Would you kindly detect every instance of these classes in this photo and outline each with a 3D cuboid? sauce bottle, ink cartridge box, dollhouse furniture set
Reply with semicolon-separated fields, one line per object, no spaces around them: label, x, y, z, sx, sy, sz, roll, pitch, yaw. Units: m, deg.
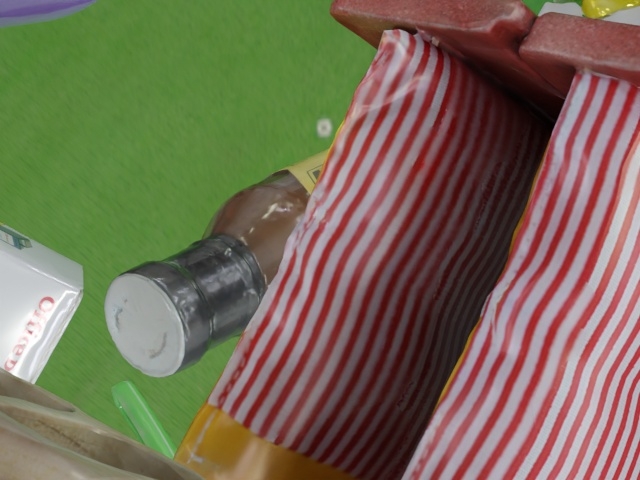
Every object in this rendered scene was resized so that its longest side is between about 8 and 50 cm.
sauce bottle;0.000;0.000;1.096;0.111;0.111;0.344;50;44;11
ink cartridge box;-0.326;0.048;1.356;0.212;0.093;0.154;29;99;-13
dollhouse furniture set;-0.029;0.002;0.380;0.152;0.374;0.201;19;84;44

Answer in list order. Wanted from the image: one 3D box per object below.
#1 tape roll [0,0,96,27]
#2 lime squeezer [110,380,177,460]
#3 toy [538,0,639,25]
tape roll;-0.145;-0.171;0.599;0.080;0.189;0.189;-19;73;-45
lime squeezer;-0.054;0.183;0.616;0.110;0.059;0.310;-12;45;22
toy;0.220;-0.091;0.810;0.237;0.056;0.137;33;93;37
